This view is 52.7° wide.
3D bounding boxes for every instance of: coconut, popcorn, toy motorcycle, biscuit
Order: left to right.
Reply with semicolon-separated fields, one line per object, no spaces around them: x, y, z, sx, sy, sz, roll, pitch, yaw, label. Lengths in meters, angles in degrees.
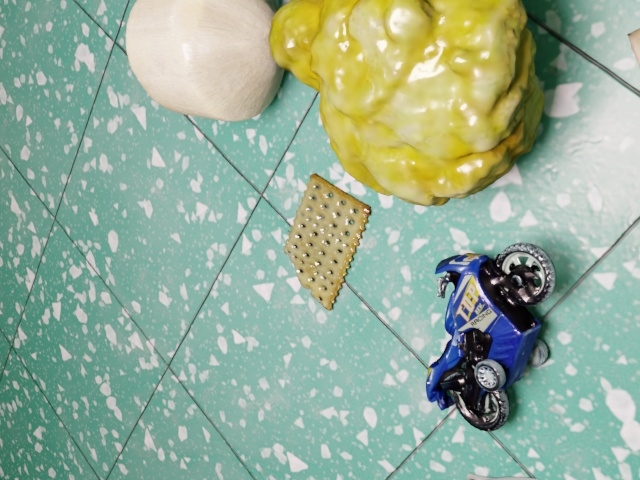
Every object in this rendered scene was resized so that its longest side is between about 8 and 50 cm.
-0.163;-0.311;1.026;0.266;0.237;0.237;17;110;39;coconut
0.001;0.000;1.102;0.144;0.016;0.203;36;118;26;biscuit
0.112;-0.204;0.800;0.292;0.293;0.334;-26;87;6;popcorn
0.221;0.126;0.905;0.169;0.113;0.315;35;128;39;toy motorcycle

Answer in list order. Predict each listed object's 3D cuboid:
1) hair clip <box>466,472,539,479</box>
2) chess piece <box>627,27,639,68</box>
0.273;0.371;0.966;0.115;0.030;0.039;-19;107;41;hair clip
0.485;-0.216;0.629;0.307;0.124;0.138;-26;51;35;chess piece
